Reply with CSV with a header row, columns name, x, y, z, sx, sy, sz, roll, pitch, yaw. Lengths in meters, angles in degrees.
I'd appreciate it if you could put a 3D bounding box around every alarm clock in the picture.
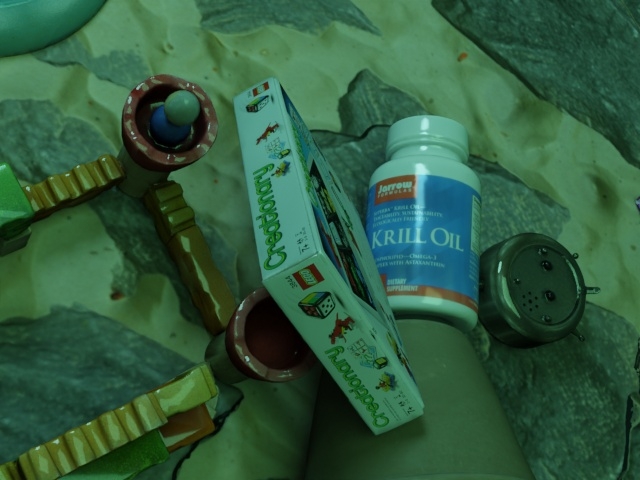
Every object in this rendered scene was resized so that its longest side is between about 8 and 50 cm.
name,x,y,z,sx,sy,sz,roll,pitch,yaw
alarm clock,0.225,0.055,1.023,0.192,0.064,0.129,5,73,-18

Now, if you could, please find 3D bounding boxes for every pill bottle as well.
name,x,y,z,sx,sy,sz,roll,pitch,yaw
pill bottle,0.109,-0.015,0.956,0.124,0.124,0.221,12,68,-19

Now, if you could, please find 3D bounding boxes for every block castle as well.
name,x,y,z,sx,sy,sz,roll,pitch,yaw
block castle,-0.246,0.072,0.731,0.453,0.213,0.303,-25,86,-27

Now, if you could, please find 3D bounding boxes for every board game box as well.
name,x,y,z,sx,sy,sz,roll,pitch,yaw
board game box,0.000,0.000,0.798,0.053,0.305,0.193,-27,124,9

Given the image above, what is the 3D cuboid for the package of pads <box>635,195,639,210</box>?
name,x,y,z,sx,sy,sz,roll,pitch,yaw
package of pads,0.456,-0.046,1.165,0.083,0.032,0.050,-16,79,-26

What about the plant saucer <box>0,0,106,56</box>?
name,x,y,z,sx,sy,sz,roll,pitch,yaw
plant saucer,-0.355,-0.338,0.902,0.318,0.044,0.317,6,73,-21

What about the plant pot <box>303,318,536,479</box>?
name,x,y,z,sx,sy,sz,roll,pitch,yaw
plant pot,0.086,0.207,0.836,0.263,0.263,0.229,10,52,-20
